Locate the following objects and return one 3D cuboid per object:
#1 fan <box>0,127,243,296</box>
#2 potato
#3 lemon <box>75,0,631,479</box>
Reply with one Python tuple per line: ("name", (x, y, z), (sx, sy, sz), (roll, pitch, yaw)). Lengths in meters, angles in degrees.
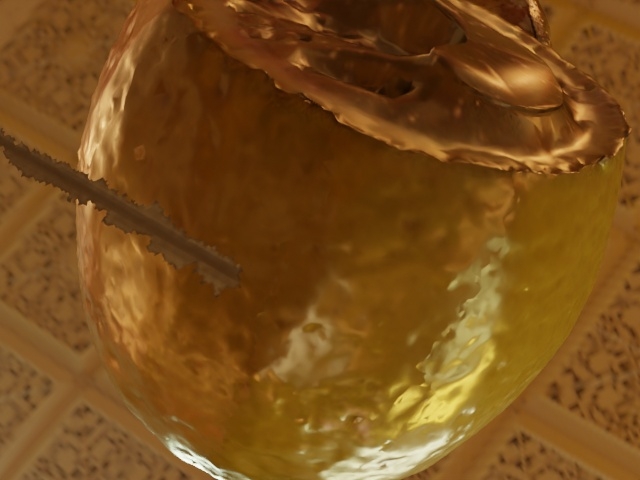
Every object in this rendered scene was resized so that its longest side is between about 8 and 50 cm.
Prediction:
("fan", (-0.172, -0.065, 0.694), (0.329, 0.009, 0.191), (28, -86, 1))
("potato", (0.149, -0.181, 1.639), (0.107, 0.080, 0.170), (-17, -129, -5))
("lemon", (0.000, 0.000, 1.180), (0.364, 0.364, 0.364), (-10, -123, 16))
